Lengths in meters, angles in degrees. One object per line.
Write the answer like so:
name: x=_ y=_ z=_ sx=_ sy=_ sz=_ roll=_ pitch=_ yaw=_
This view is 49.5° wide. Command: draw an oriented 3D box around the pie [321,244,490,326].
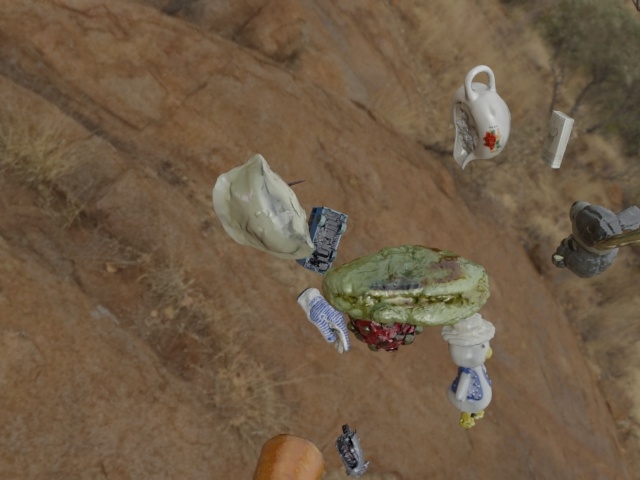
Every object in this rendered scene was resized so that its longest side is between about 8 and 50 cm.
pie: x=0.128 y=0.061 z=1.031 sx=0.201 sy=0.248 sz=0.090 roll=-115 pitch=-159 yaw=-69

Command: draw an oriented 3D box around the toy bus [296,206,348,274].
toy bus: x=0.000 y=0.000 z=2.006 sx=0.090 sy=0.106 sz=0.184 roll=21 pitch=86 yaw=-26

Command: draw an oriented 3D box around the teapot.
teapot: x=0.298 y=-0.232 z=1.293 sx=0.145 sy=0.092 sz=0.226 roll=56 pitch=-15 yaw=42

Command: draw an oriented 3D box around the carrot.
carrot: x=-0.086 y=0.568 z=1.594 sx=0.159 sy=0.159 sz=0.225 roll=52 pitch=23 yaw=-12

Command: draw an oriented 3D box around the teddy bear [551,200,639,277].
teddy bear: x=0.662 y=-0.026 z=1.656 sx=0.251 sy=0.171 sz=0.144 roll=86 pitch=-20 yaw=-59

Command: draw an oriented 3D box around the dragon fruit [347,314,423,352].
dragon fruit: x=0.183 y=0.216 z=1.880 sx=0.273 sy=0.218 sz=0.198 roll=51 pitch=17 yaw=-38

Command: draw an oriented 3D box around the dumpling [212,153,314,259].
dumpling: x=-0.164 y=-0.059 z=1.870 sx=0.318 sy=0.243 sz=0.187 roll=64 pitch=19 yaw=-12

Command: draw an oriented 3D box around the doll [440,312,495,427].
doll: x=0.332 y=0.279 z=1.544 sx=0.138 sy=0.119 sz=0.293 roll=-31 pitch=121 yaw=-45

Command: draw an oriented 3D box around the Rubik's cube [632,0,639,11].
Rubik's cube: x=0.510 y=-0.358 z=0.830 sx=0.207 sy=0.205 sz=0.205 roll=-85 pitch=176 yaw=-45

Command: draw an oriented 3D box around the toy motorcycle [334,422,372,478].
toy motorcycle: x=0.095 y=0.616 z=2.034 sx=0.215 sy=0.080 sz=0.122 roll=-30 pitch=96 yaw=-84

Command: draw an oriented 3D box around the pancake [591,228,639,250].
pancake: x=0.662 y=-0.009 z=1.411 sx=0.235 sy=0.212 sz=0.029 roll=6 pitch=73 yaw=-57

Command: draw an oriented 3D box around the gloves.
gloves: x=0.018 y=0.238 z=2.073 sx=0.119 sy=0.097 sz=0.229 roll=-14 pitch=64 yaw=-52

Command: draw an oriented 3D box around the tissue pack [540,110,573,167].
tissue pack: x=0.488 y=-0.209 z=1.439 sx=0.023 sy=0.108 sz=0.056 roll=0 pitch=28 yaw=-15

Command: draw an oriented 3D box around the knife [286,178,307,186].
knife: x=-0.134 y=-0.167 z=2.206 sx=0.247 sy=0.035 sz=0.018 roll=-18 pitch=76 yaw=-43
